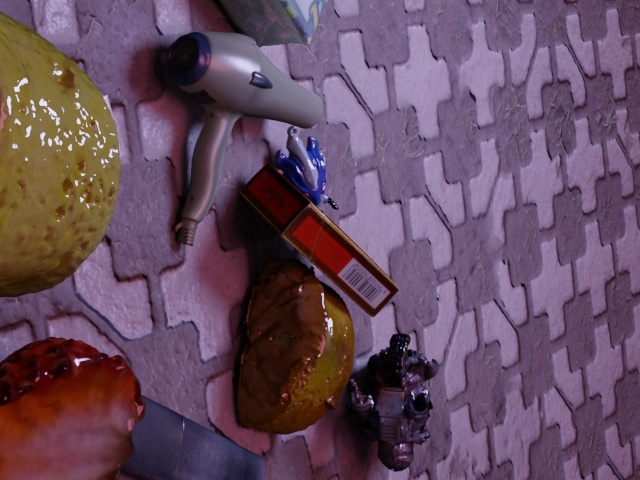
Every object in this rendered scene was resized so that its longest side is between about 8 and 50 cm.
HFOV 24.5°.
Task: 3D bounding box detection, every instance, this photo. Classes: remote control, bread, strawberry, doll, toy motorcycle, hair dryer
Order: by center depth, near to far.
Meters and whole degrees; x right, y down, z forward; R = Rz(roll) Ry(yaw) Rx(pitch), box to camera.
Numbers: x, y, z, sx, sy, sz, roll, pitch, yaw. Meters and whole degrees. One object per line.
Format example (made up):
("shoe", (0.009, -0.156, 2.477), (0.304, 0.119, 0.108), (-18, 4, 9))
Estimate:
("bread", (-0.386, -0.083, 1.489), (0.308, 0.348, 0.348), (16, 74, -60))
("strawberry", (-0.356, 0.228, 1.674), (0.336, 0.149, 0.265), (0, 109, -57))
("remote control", (-0.196, 0.293, 2.016), (0.377, 0.044, 0.107), (37, 53, -50))
("hair dryer", (-0.105, -0.158, 2.135), (0.296, 0.119, 0.298), (-14, 111, -49))
("bread", (-0.027, 0.161, 2.192), (0.160, 0.147, 0.261), (34, 60, -48))
("doll", (-0.024, -0.088, 2.286), (0.096, 0.070, 0.195), (-26, 117, -23))
("toy motorcycle", (0.117, 0.255, 2.355), (0.401, 0.134, 0.207), (71, 26, -74))

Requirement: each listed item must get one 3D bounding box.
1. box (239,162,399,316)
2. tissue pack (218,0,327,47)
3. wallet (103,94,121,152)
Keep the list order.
("box", (-0.001, 0.001, 2.207), (0.074, 0.153, 0.240), (-44, 129, 4))
("tissue pack", (-0.062, -0.472, 2.191), (0.228, 0.128, 0.311), (55, 46, -42))
("wallet", (-0.285, -0.148, 1.937), (0.044, 0.011, 0.083), (-30, 113, -54))
